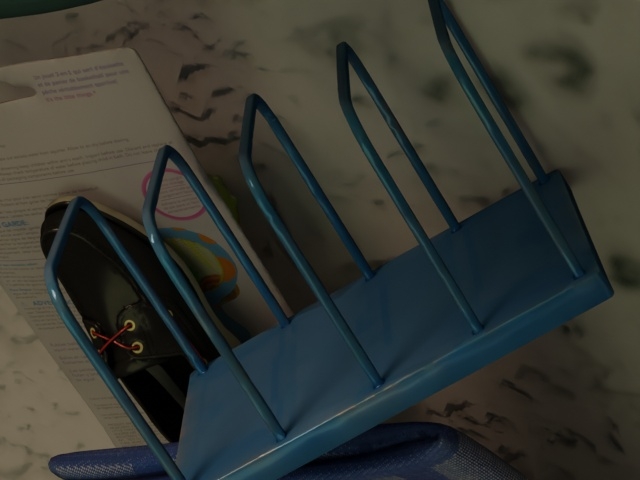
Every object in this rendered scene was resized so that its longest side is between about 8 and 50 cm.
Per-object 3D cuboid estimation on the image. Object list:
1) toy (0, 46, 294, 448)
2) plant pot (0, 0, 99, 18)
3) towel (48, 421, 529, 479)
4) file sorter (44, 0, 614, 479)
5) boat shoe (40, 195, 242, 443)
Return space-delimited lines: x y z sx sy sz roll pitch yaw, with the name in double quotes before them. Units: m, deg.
"toy" -0.074 0.006 0.817 0.137 0.056 0.237 -7 128 29
"plant pot" -0.090 -0.199 0.526 0.293 0.235 0.293 16 133 18
"towel" 0.040 0.152 0.813 0.209 0.034 0.285 -10 146 33
"file sorter" 0.000 0.000 0.682 0.170 0.118 0.104 -29 107 10
"boat shoe" -0.071 0.038 0.776 0.049 0.042 0.133 -16 121 39
